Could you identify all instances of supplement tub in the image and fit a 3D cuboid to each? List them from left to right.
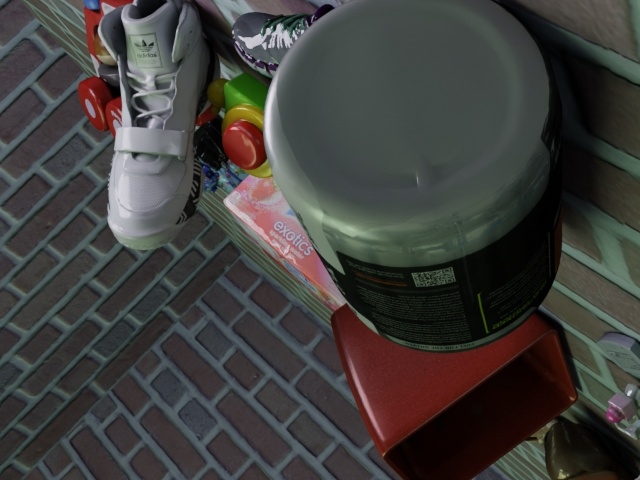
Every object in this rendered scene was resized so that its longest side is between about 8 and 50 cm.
[{"bbox_3d":[0.091,-0.032,0.821,0.207,0.207,0.338,40,171,25],"label":"supplement tub"}]

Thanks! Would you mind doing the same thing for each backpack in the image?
[{"bbox_3d":[-0.194,-0.147,2.012,0.173,0.117,0.158,43,174,-11],"label":"backpack"}]

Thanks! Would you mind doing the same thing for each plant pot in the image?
[{"bbox_3d":[0.165,0.170,1.410,0.235,0.267,0.267,52,178,35],"label":"plant pot"}]

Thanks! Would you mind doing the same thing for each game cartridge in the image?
[{"bbox_3d":[0.336,0.124,1.107,0.056,0.017,0.083,41,173,-7],"label":"game cartridge"}]

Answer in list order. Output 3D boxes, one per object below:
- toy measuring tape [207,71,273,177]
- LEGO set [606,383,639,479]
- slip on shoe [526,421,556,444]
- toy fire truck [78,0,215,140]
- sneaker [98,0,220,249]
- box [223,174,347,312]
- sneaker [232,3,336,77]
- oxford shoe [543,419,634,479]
[{"bbox_3d":[-0.030,-0.107,1.371,0.330,0.121,0.121,38,171,13],"label":"toy measuring tape"},{"bbox_3d":[0.419,0.265,1.083,0.132,0.107,0.287,48,172,-25],"label":"LEGO set"},{"bbox_3d":[0.392,0.333,1.740,0.051,0.041,0.135,24,169,-25],"label":"slip on shoe"},{"bbox_3d":[-0.321,-0.311,1.742,0.302,0.169,0.253,35,144,46],"label":"toy fire truck"},{"bbox_3d":[-0.232,-0.182,1.365,0.138,0.365,0.210,3,150,11],"label":"sneaker"},{"bbox_3d":[0.000,0.000,1.689,0.300,0.142,0.154,39,171,29],"label":"box"},{"bbox_3d":[-0.008,-0.203,0.990,0.224,0.083,0.098,33,147,35],"label":"sneaker"},{"bbox_3d":[0.432,0.360,1.630,0.364,0.130,0.132,45,-151,-66],"label":"oxford shoe"}]
